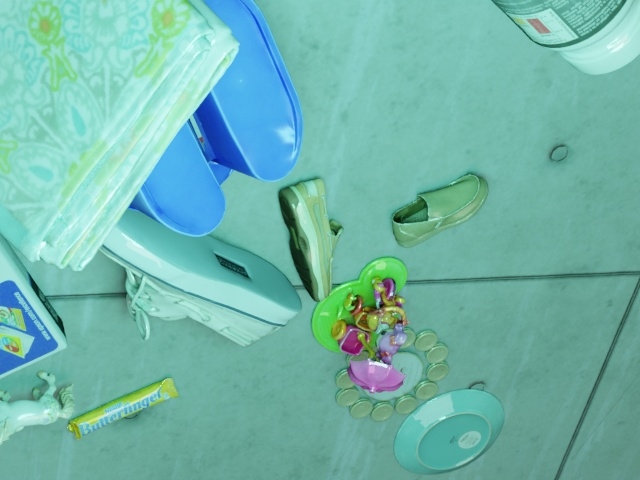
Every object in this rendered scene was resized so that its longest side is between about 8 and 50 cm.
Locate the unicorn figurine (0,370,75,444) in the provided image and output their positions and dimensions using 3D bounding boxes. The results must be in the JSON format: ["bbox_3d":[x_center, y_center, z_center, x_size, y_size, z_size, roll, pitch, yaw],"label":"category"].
[{"bbox_3d":[-0.402,0.231,1.985,0.162,0.111,0.060,-20,134,-6],"label":"unicorn figurine"}]

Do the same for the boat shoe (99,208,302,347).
[{"bbox_3d":[-0.195,0.058,1.928,0.156,0.136,0.367,-42,141,18],"label":"boat shoe"}]

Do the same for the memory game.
[{"bbox_3d":[0.107,0.201,2.243,0.186,0.012,0.186,-12,132,-14],"label":"memory game"}]

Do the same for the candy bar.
[{"bbox_3d":[-0.277,0.236,2.107,0.161,0.018,0.040,-23,133,-4],"label":"candy bar"}]

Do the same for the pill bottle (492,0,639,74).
[{"bbox_3d":[0.275,-0.322,1.769,0.162,0.162,0.278,-42,131,14],"label":"pill bottle"}]

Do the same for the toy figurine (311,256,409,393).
[{"bbox_3d":[0.081,0.134,2.068,0.130,0.159,0.173,23,114,-30],"label":"toy figurine"}]

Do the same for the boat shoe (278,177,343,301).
[{"bbox_3d":[0.000,0.000,1.996,0.072,0.068,0.190,-26,134,-16],"label":"boat shoe"}]

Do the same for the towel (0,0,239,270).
[{"bbox_3d":[-0.291,-0.197,1.527,0.320,0.374,0.090,-51,162,19],"label":"towel"}]

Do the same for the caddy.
[{"bbox_3d":[-0.173,-0.172,1.702,0.241,0.179,0.341,-37,129,-18],"label":"caddy"}]

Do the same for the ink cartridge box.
[{"bbox_3d":[-0.515,0.087,1.851,0.307,0.072,0.303,-24,134,1],"label":"ink cartridge box"}]

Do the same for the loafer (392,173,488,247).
[{"bbox_3d":[0.160,-0.043,2.029,0.148,0.056,0.050,-35,139,7],"label":"loafer"}]

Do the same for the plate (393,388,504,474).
[{"bbox_3d":[0.207,0.310,2.369,0.188,0.024,0.188,-11,130,-14],"label":"plate"}]
